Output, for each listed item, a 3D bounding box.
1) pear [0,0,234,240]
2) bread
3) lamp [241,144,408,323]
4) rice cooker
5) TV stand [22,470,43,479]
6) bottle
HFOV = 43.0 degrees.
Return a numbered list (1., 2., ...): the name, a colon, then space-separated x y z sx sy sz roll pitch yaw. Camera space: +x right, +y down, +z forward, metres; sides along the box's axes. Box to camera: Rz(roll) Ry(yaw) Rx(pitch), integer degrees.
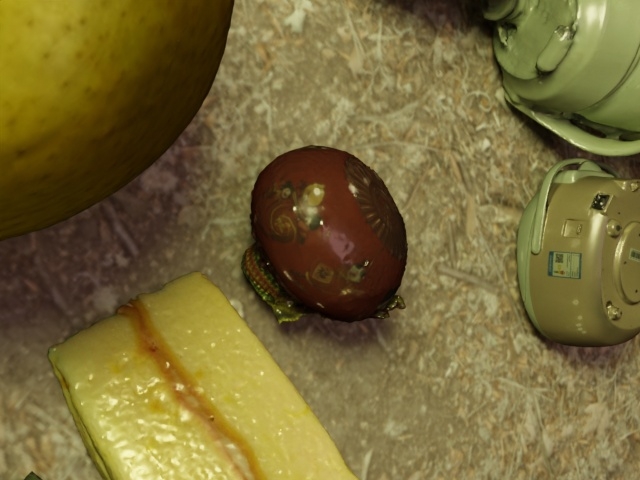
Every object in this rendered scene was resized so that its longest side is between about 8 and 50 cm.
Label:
1. pear: -0.229 -0.173 0.407 0.418 0.362 0.362 44 65 -48
2. bread: -0.072 0.167 0.618 0.168 0.163 0.264 -31 104 -29
3. lamp: -0.002 -0.001 0.693 0.156 0.135 0.157 23 45 -59
4. rice cooker: 0.294 0.015 0.880 0.145 0.127 0.206 2 95 -33
5. TV stand: -0.277 0.273 0.531 0.269 0.083 0.088 -33 103 -28
6. bottle: 0.342 -0.205 0.870 0.352 0.229 0.229 7 84 -27
